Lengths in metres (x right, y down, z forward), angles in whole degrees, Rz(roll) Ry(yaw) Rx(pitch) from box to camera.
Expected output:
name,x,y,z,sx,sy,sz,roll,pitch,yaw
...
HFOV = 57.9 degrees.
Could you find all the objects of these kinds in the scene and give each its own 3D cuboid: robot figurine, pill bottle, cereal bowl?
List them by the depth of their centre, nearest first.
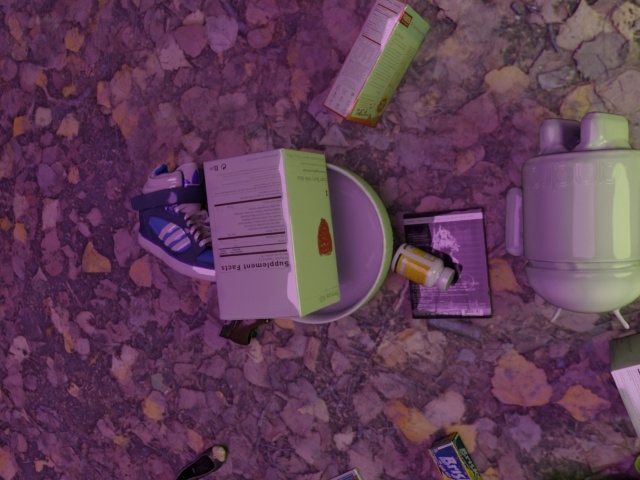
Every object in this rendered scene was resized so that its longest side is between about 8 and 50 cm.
name,x,y,z,sx,sy,sz,roll,pitch,yaw
robot figurine,0.445,-0.031,0.976,0.299,0.199,0.354,1,95,54
pill bottle,0.205,0.056,1.155,0.116,0.065,0.065,26,105,23
cereal bowl,0.000,0.000,1.227,0.338,0.141,0.339,3,96,25

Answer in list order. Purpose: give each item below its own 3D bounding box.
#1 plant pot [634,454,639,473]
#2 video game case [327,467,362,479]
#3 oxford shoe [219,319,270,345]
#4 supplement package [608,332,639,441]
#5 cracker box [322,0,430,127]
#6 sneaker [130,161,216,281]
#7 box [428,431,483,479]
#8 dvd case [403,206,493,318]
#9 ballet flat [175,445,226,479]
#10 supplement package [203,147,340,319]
name,x,y,z,sx,sy,sz,roll,pitch,yaw
plant pot,0.607,0.420,1.011,0.083,0.083,0.079,-23,96,26
video game case,0.075,0.588,1.314,0.087,0.011,0.122,-34,80,25
oxford shoe,-0.149,0.144,1.356,0.096,0.083,0.227,26,107,3
supplement package,0.595,0.223,0.929,0.203,0.194,0.149,-23,85,25
cracker box,0.112,-0.345,1.134,0.067,0.155,0.232,36,108,19
sneaker,-0.304,-0.060,1.373,0.322,0.130,0.237,23,108,28
box,0.289,0.484,1.178,0.059,0.054,0.169,-31,82,25
dvd case,0.256,0.049,1.176,0.164,0.018,0.222,-5,93,27
ballet flat,-0.302,0.577,1.473,0.173,0.049,0.057,-41,78,23
supplement package,-0.086,-0.011,1.091,0.175,0.177,0.293,-5,92,26
